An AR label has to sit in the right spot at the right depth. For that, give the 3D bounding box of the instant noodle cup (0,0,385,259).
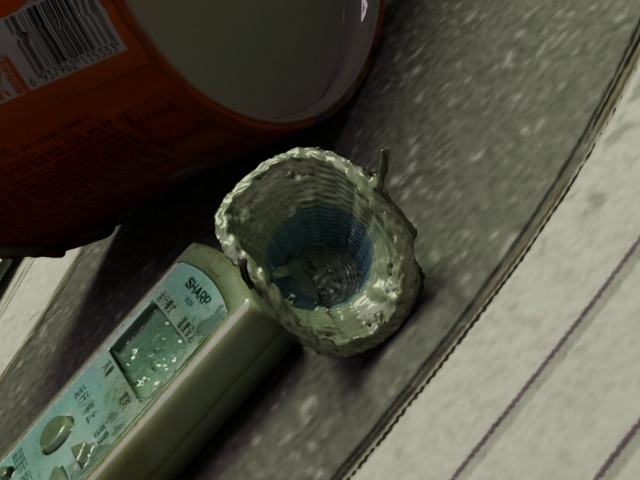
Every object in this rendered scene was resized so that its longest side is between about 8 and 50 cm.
[{"bbox_3d":[-0.103,-0.125,0.714,0.192,0.250,0.250,-12,42,41],"label":"instant noodle cup"}]

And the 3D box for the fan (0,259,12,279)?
[{"bbox_3d":[-0.181,-0.045,0.962,0.057,0.023,0.282,-34,26,47],"label":"fan"}]

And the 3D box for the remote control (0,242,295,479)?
[{"bbox_3d":[-0.104,0.102,0.597,0.233,0.038,0.098,-48,25,-2],"label":"remote control"}]

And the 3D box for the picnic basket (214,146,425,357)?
[{"bbox_3d":[0.000,0.000,0.533,0.065,0.083,0.083,-35,-21,-7],"label":"picnic basket"}]
